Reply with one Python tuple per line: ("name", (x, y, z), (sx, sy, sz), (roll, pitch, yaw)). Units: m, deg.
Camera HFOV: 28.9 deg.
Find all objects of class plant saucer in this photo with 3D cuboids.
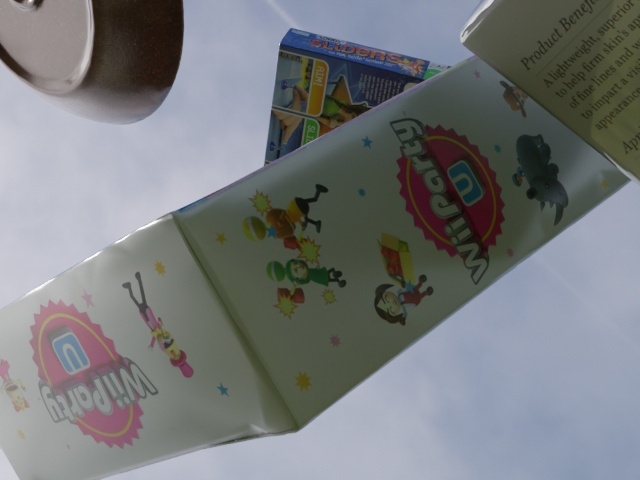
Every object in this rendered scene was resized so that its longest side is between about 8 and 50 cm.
("plant saucer", (-0.152, -0.150, 0.674), (0.036, 0.199, 0.198), (-32, -57, -37))

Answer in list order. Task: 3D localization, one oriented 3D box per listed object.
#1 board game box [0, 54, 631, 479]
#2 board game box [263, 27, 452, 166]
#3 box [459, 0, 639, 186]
("board game box", (0.000, 0.000, 0.618), (0.224, 0.303, 0.097), (-25, -84, 48))
("board game box", (0.022, -0.064, 1.025), (0.136, 0.035, 0.201), (15, -55, 7))
("box", (0.179, -0.145, 0.521), (0.119, 0.182, 0.181), (39, -41, -3))
